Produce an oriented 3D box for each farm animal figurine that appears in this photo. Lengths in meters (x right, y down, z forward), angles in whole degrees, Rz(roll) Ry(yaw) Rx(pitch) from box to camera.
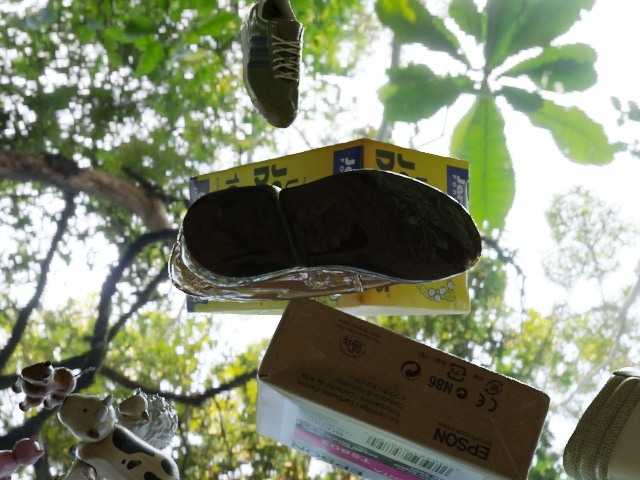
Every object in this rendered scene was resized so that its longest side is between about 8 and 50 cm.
[{"bbox_3d":[-0.333,0.318,1.296,0.326,0.172,0.330,32,-145,-34],"label":"farm animal figurine"}]

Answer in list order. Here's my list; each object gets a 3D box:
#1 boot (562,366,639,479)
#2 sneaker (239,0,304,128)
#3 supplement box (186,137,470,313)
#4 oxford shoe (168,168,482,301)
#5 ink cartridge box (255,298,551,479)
[{"bbox_3d":[0.333,0.130,0.674,0.262,0.095,0.203,-30,-161,-27],"label":"boot"},{"bbox_3d":[-0.055,-0.237,1.114,0.064,0.086,0.192,8,-129,-30],"label":"sneaker"},{"bbox_3d":[0.000,0.000,1.168,0.195,0.194,0.356,6,171,-41],"label":"supplement box"},{"bbox_3d":[0.005,0.003,0.568,0.212,0.076,0.076,-1,-114,-26],"label":"oxford shoe"},{"bbox_3d":[0.062,0.158,0.805,0.234,0.193,0.088,21,-116,6],"label":"ink cartridge box"}]
